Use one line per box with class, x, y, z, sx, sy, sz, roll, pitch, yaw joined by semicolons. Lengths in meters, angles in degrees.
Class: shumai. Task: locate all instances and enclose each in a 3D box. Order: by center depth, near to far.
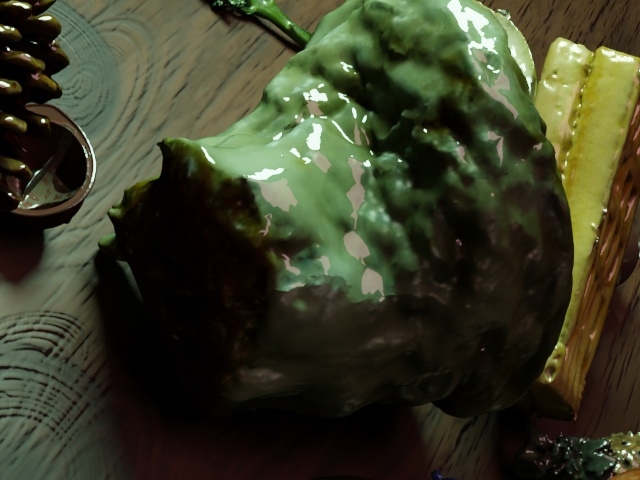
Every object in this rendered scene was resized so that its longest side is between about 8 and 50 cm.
shumai;0.000;0.000;1.389;0.323;0.397;0.324;-21;51;-26

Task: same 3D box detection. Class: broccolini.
broccolini;-0.027;-0.223;1.768;0.254;0.057;0.071;31;80;-24

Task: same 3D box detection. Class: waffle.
waffle;0.233;-0.003;1.629;0.224;0.098;0.328;46;60;-68

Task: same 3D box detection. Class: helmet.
helmet;-0.218;-0.047;1.340;0.089;0.057;0.111;-14;56;-10

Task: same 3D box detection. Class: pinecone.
pinecone;-0.275;-0.101;1.217;0.168;0.185;0.212;50;43;-50

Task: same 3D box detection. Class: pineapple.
pineapple;0.268;0.225;1.648;0.197;0.108;0.108;20;43;-31

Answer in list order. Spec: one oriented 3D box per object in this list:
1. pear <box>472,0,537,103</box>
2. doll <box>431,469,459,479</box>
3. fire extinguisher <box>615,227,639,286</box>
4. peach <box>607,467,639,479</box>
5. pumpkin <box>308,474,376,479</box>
pear;0.113;-0.105;1.710;0.178;0.267;0.267;48;23;-54
doll;0.125;0.260;1.472;0.099;0.057;0.143;36;28;-63
fire extinguisher;0.271;0.012;1.876;0.269;0.105;0.105;-9;65;-54
peach;0.285;0.314;1.440;0.252;0.252;0.252;32;37;-28
pumpkin;0.025;0.224;1.336;0.278;0.111;0.163;30;33;-30
